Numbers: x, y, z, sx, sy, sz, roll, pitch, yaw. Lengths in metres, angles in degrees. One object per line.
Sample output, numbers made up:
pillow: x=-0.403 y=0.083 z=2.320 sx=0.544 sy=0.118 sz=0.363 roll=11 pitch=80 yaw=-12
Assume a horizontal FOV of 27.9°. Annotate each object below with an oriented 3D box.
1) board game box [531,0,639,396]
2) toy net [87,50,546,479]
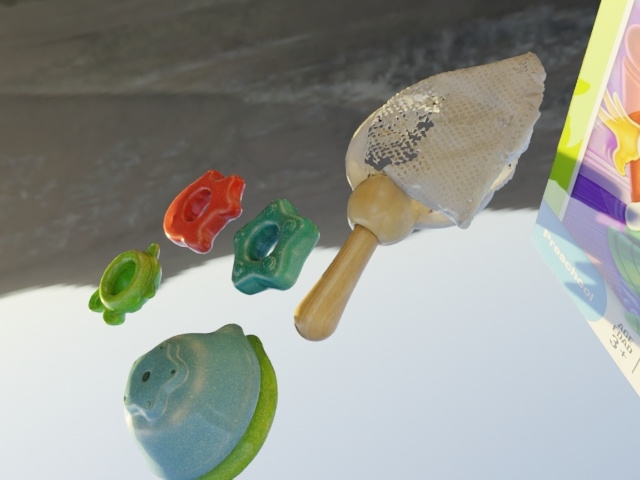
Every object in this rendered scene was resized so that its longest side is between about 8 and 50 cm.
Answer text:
board game box: x=0.187 y=0.060 z=0.281 sx=0.078 sy=0.347 sz=0.233 roll=-25 pitch=153 yaw=-13
toy net: x=0.000 y=0.000 z=0.525 sx=0.232 sy=0.045 sz=0.122 roll=-37 pitch=-139 yaw=20
